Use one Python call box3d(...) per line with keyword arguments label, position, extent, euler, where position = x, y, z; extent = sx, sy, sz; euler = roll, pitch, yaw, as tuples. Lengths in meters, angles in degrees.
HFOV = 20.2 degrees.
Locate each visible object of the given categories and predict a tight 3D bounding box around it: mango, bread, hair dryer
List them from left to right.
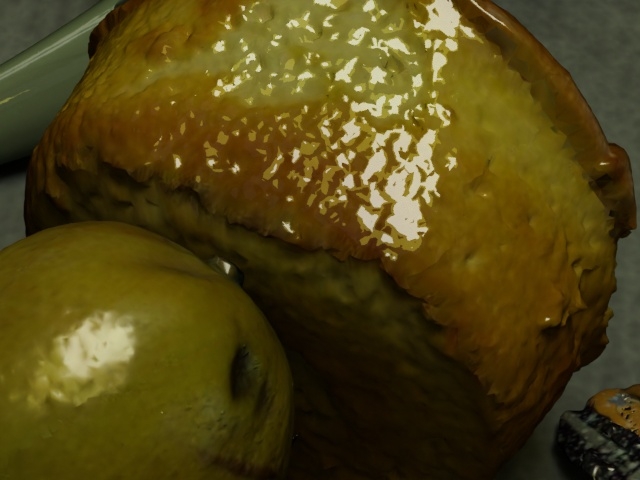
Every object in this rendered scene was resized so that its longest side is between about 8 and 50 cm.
box3d(label="mango", position=(-0.106, 0.109, 0.661), extent=(0.167, 0.262, 0.130), euler=(-19, 53, -44))
box3d(label="hair dryer", position=(-0.134, -0.114, 0.940), extent=(0.219, 0.088, 0.225), euler=(-39, 51, -23))
box3d(label="bread", position=(0.000, 0.000, 0.752), extent=(0.268, 0.268, 0.146), euler=(25, 58, 14))

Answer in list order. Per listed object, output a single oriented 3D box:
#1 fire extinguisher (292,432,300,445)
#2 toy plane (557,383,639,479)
box3d(label="fire extinguisher", position=(0.039, 0.162, 0.722), extent=(0.252, 0.075, 0.106), euler=(32, 97, 19))
box3d(label="toy plane", position=(0.201, 0.152, 0.706), extent=(0.204, 0.103, 0.316), euler=(-15, 43, 16))
